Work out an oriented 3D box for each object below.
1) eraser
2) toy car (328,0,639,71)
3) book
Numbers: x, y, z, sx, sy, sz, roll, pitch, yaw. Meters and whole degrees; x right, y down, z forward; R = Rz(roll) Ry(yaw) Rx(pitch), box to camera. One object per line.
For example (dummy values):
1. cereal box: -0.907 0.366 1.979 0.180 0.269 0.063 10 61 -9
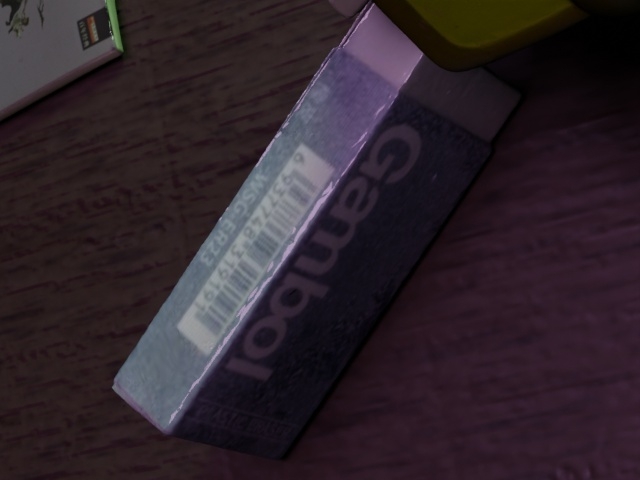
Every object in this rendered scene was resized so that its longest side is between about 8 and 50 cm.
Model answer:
1. eraser: 0.000 0.000 0.818 0.046 0.092 0.212 40 101 35
2. toy car: 0.077 -0.166 0.724 0.198 0.204 0.248 -40 17 20
3. book: -0.190 -0.123 1.028 0.182 0.014 0.127 -25 64 27
